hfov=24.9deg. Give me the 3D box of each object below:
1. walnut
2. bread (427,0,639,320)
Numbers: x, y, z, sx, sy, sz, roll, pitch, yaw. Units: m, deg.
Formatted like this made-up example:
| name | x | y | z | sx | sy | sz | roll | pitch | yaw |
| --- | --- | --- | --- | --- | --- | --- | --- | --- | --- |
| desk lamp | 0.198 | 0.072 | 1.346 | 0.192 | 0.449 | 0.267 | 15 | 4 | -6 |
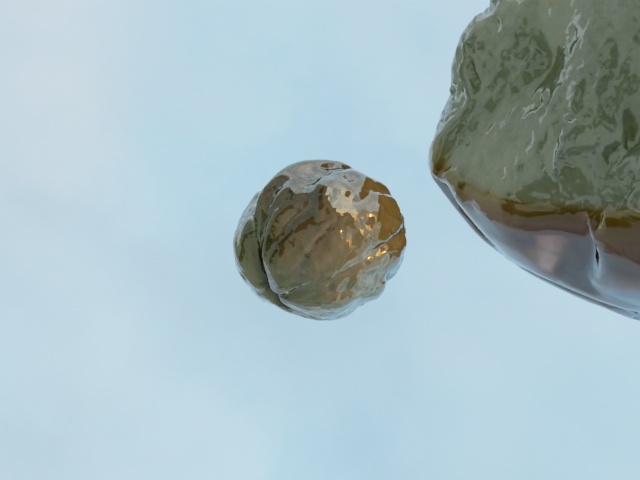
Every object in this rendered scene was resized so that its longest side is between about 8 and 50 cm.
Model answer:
| name | x | y | z | sx | sy | sz | roll | pitch | yaw |
| --- | --- | --- | --- | --- | --- | --- | --- | --- | --- |
| walnut | 0.000 | 0.000 | 0.724 | 0.092 | 0.092 | 0.092 | 5 | -80 | 31 |
| bread | 0.223 | -0.058 | 0.816 | 0.279 | 0.250 | 0.224 | 9 | -94 | 48 |
